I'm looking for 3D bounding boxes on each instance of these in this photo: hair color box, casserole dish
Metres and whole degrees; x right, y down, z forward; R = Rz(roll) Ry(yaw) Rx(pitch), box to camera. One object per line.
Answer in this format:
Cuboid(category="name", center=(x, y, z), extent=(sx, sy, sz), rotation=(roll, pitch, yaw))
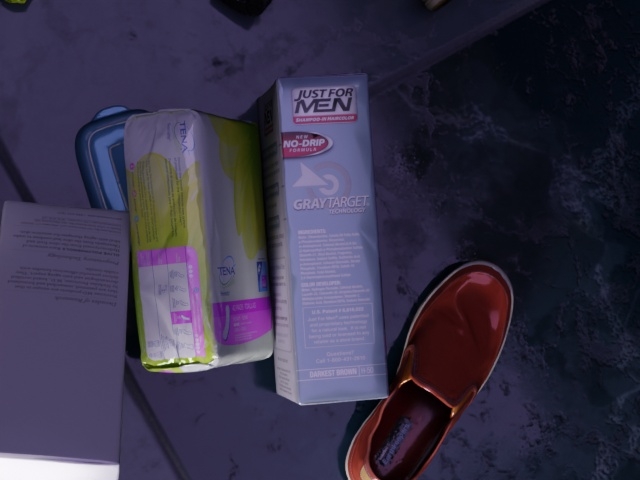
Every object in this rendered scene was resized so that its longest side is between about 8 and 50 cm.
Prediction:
Cuboid(category="hair color box", center=(0.000, 0.000, 1.791), extent=(0.113, 0.185, 0.375), rotation=(-4, 89, -10))
Cuboid(category="casserole dish", center=(-0.230, -0.074, 1.829), extent=(0.114, 0.037, 0.188), rotation=(-17, 92, -10))

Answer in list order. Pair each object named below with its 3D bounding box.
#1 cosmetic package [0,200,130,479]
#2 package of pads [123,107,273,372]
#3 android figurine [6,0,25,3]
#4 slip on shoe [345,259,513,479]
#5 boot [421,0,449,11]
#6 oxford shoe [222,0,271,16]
Cuboid(category="cosmetic package", center=(-0.294, 0.152, 1.633), extent=(0.155, 0.197, 0.366), rotation=(5, 45, -11))
Cuboid(category="package of pads", center=(-0.139, 0.001, 1.740), extent=(0.101, 0.229, 0.297), rotation=(-5, 88, 16))
Cuboid(category="android figurine", center=(-0.434, -0.391, 1.780), extent=(0.248, 0.056, 0.273), rotation=(29, 75, -15))
Cuboid(category="slip on shoe", center=(0.143, 0.174, 1.854), extent=(0.123, 0.101, 0.331), rotation=(33, 81, -6))
Cuboid(category="boot", center=(0.155, -0.437, 1.881), extent=(0.203, 0.095, 0.262), rotation=(39, 80, -7))
Cuboid(category="oxford shoe", center=(-0.138, -0.377, 1.846), extent=(0.227, 0.083, 0.096), rotation=(40, 60, -5))
